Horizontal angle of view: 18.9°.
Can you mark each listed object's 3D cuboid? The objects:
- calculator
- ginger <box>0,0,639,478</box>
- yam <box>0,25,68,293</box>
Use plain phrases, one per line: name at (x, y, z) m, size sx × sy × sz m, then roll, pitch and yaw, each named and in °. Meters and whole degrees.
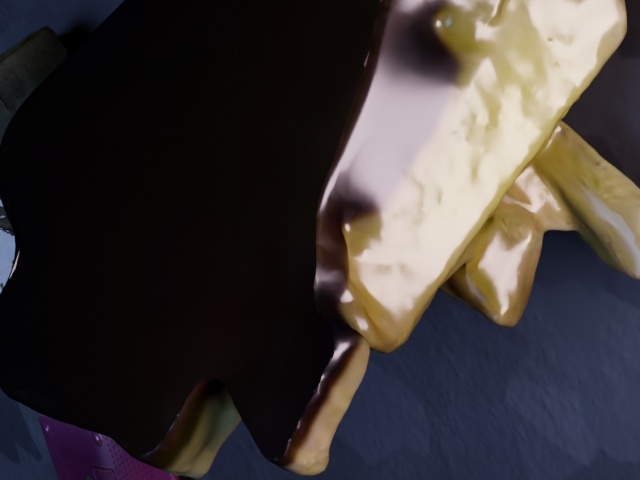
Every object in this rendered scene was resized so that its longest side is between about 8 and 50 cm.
calculator at (-0.175, 0.200, 1.627) m, size 0.190 × 0.034 × 0.126 m, roll -5°, pitch 107°, yaw 52°
ginger at (0.000, 0.000, 1.132) m, size 0.413 × 0.211 × 0.358 m, roll -17°, pitch 57°, yaw 40°
yam at (-0.209, -0.011, 1.457) m, size 0.161 × 0.161 × 0.268 m, roll -29°, pitch 89°, yaw 52°
